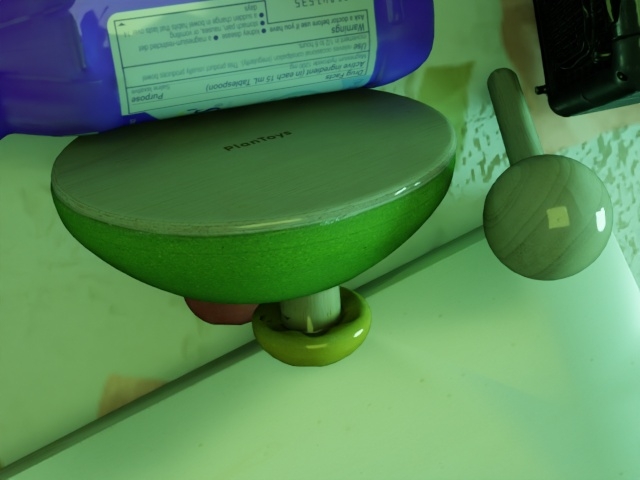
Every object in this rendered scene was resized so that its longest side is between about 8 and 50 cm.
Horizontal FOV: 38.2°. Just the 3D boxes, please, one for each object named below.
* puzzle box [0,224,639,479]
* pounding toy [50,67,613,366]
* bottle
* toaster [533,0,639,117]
[{"bbox_3d":[0.015,0.177,0.495,0.409,0.052,0.272,-26,95,-5],"label":"puzzle box"},{"bbox_3d":[0.000,0.000,0.443,0.237,0.183,0.110,-5,116,-2],"label":"pounding toy"},{"bbox_3d":[-0.094,-0.099,0.427,0.283,0.118,0.092,-12,110,-14],"label":"bottle"},{"bbox_3d":[0.159,-0.154,0.435,0.110,0.186,0.168,-10,92,4],"label":"toaster"}]
